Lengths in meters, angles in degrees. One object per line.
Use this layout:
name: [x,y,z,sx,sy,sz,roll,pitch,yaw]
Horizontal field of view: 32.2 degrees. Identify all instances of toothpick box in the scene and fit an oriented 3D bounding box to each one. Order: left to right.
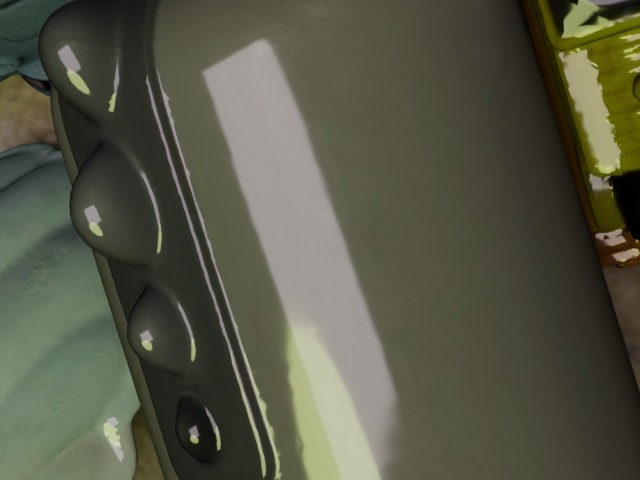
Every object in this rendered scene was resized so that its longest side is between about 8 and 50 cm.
toothpick box: [0.000,0.000,0.469,0.229,0.229,0.316,-16,97,15]

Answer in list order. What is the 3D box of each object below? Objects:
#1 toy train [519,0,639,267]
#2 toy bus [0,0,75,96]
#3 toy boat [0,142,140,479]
toy train: [0.134,-0.078,0.475,0.089,0.127,0.219,-15,97,15]
toy bus: [-0.233,-0.163,0.514,0.294,0.197,0.231,-18,86,17]
toy boat: [-0.183,0.085,0.541,0.199,0.100,0.290,-3,80,34]
